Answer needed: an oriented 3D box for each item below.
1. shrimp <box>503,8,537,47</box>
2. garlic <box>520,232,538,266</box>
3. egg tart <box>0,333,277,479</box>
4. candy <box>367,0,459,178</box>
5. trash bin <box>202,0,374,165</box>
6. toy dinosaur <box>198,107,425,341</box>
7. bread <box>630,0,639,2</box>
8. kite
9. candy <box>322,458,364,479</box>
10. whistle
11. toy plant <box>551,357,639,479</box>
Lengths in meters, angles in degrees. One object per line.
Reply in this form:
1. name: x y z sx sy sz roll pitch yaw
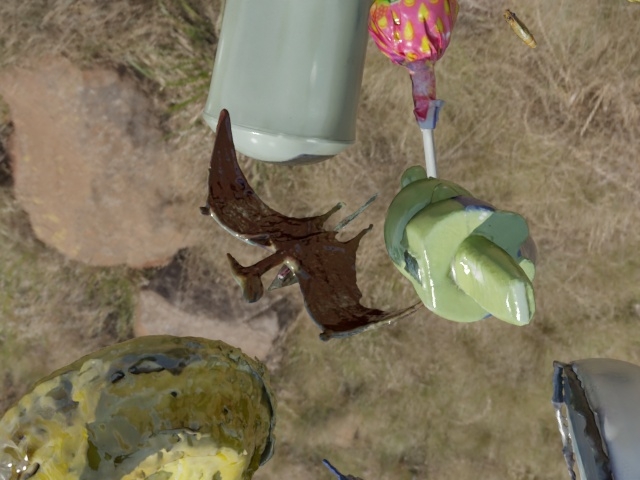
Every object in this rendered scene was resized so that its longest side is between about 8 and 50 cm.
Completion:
1. shrimp: 0.346 -0.387 1.377 0.023 0.083 0.114 -42 135 19
2. garlic: 0.380 0.010 1.735 0.228 0.228 0.152 24 122 1
3. egg tart: -0.150 0.199 0.658 0.095 0.279 0.279 52 166 43
4. candy: 0.139 -0.178 1.048 0.124 0.124 0.365 -3 97 32
5. trash bin: -0.047 -0.347 1.365 0.280 0.280 0.431 14 105 14
6. toy dinosaur: -0.021 -0.021 0.890 0.207 0.327 0.113 -3 136 -23
7. bread: 0.489 -0.412 1.044 0.262 0.163 0.204 34 116 32
8. kite: 0.001 0.001 1.244 0.250 0.229 0.012 -40 110 17
9. candy: 0.125 0.346 0.724 0.331 0.077 0.187 44 176 40
10. whistle: 0.106 0.007 0.583 0.085 0.227 0.105 -15 107 -8
11. toy plant: 0.425 0.211 0.782 0.332 0.247 0.247 -10 136 8
